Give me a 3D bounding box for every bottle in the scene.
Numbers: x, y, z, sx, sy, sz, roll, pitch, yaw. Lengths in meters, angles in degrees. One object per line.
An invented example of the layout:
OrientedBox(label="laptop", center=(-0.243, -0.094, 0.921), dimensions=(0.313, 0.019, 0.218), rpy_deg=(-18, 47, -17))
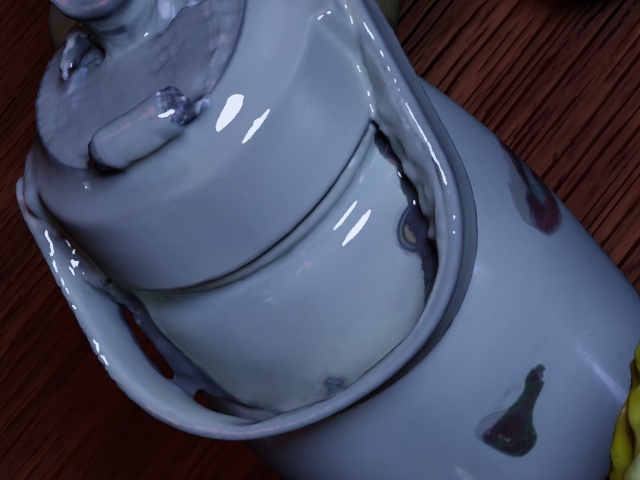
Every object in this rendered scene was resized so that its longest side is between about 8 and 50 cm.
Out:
OrientedBox(label="bottle", center=(0.000, 0.000, 0.947), dimensions=(0.229, 0.352, 0.229), rpy_deg=(-23, 43, 23))

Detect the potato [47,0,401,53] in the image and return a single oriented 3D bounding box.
OrientedBox(label="potato", center=(-0.062, -0.194, 1.287), dimensions=(0.243, 0.221, 0.326), rpy_deg=(8, 55, 4))

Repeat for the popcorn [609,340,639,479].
OrientedBox(label="popcorn", center=(0.216, 0.095, 0.820), dimensions=(0.197, 0.155, 0.198), rpy_deg=(-6, 78, 32))
